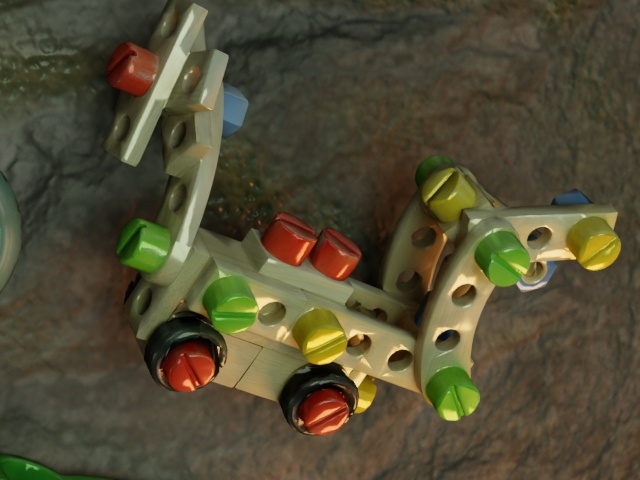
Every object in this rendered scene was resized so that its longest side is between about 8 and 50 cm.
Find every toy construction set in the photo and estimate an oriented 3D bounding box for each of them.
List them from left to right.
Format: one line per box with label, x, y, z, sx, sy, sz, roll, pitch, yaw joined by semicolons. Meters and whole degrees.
toy construction set;0.000;0.000;1.164;0.328;0.151;0.215;28;111;-19

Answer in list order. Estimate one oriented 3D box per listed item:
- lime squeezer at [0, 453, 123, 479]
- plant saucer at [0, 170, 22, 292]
lime squeezer;-0.196;0.178;1.152;0.310;0.059;0.110;-18;106;-23
plant saucer;-0.230;-0.002;1.124;0.119;0.021;0.119;-5;101;-25
